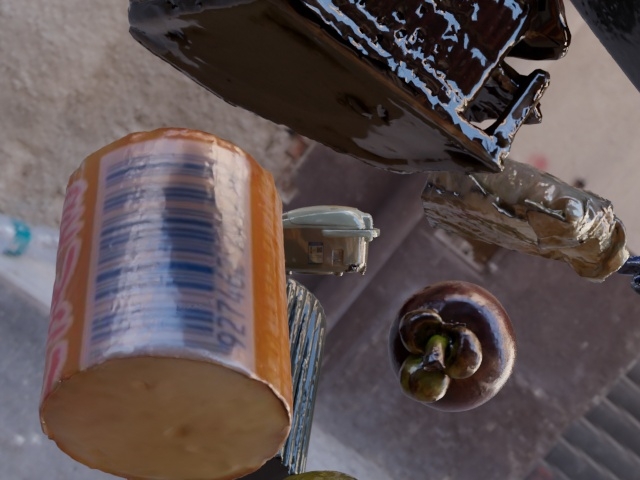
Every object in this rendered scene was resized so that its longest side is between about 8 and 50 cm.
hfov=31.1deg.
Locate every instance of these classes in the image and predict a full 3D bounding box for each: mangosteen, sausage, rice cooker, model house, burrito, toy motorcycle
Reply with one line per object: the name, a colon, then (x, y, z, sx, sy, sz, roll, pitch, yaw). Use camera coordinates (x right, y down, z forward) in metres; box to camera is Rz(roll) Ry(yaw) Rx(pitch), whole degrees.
mangosteen: (0.203, 0.179, 1.858, 0.215, 0.215, 0.257, 41, 22, 11)
sausage: (-0.145, 0.064, 1.117, 0.233, 0.233, 0.287, 27, 39, -33)
rice cooker: (0.000, 0.000, 2.032, 0.206, 0.127, 0.145, 4, 3, -3)
model house: (0.049, -0.237, 1.033, 0.297, 0.282, 0.317, 40, -21, -31)
burrito: (0.214, -0.047, 1.363, 0.175, 0.107, 0.348, 48, -13, -33)
toy motorcycle: (0.634, 0.033, 2.029, 0.114, 0.205, 0.076, -106, 170, -63)

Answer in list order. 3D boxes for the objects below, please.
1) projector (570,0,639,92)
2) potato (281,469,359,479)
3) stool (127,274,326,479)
projector: (0.543, -0.308, 1.436, 0.405, 0.242, 0.395, 51, -12, -5)
potato: (0.030, 0.377, 1.482, 0.248, 0.143, 0.169, 12, -15, 43)
stool: (-0.139, 0.235, 1.829, 0.297, 0.297, 0.330, 33, 47, -18)
